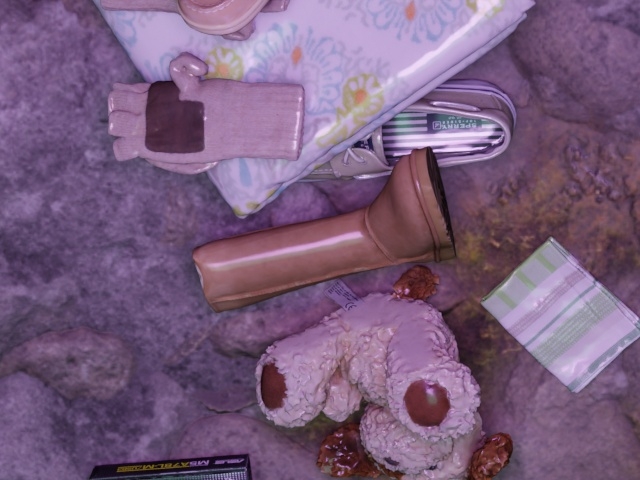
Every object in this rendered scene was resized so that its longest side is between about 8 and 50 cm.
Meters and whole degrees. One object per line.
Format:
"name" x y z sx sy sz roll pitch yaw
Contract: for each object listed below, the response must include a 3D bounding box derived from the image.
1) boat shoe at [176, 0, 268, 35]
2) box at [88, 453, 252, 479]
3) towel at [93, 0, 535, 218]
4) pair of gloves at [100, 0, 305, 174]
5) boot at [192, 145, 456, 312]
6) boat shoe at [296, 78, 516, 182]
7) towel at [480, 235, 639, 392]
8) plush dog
"boat shoe" -0.068 -0.338 1.491 0.109 0.098 0.302 16 78 18
"box" -0.162 0.344 1.855 0.184 0.045 0.191 -4 107 6
"towel" -0.020 -0.254 1.601 0.374 0.090 0.320 -34 83 12
"pair of gloves" -0.112 -0.184 1.562 0.204 0.042 0.240 -4 87 17
"boot" 0.000 0.000 1.662 0.269 0.236 0.089 -12 67 5
"boat shoe" 0.053 -0.117 1.681 0.302 0.094 0.109 -8 106 5
"towel" 0.265 0.083 1.769 0.152 0.023 0.113 43 103 -9
"plush dog" 0.091 0.173 1.746 0.262 0.210 0.225 1 125 31
